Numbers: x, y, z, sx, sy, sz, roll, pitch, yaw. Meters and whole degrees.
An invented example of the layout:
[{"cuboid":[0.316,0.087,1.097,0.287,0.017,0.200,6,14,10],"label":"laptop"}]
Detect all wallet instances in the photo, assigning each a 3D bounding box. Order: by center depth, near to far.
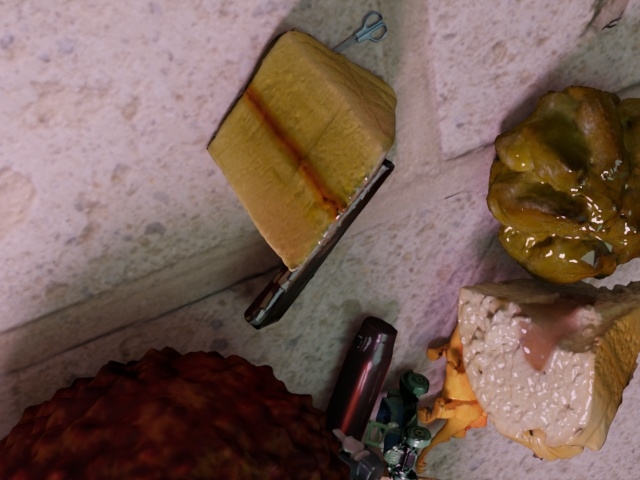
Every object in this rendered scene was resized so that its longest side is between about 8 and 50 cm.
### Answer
[{"cuboid":[0.000,0.000,1.360,0.031,0.122,0.232,38,98,4],"label":"wallet"}]

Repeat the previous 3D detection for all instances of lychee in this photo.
[{"cuboid":[-0.181,0.340,1.272,0.500,0.424,0.425,-49,136,-29],"label":"lychee"}]

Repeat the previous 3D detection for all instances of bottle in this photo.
[{"cuboid":[0.048,0.171,1.520,0.060,0.060,0.164,4,116,-32],"label":"bottle"}]

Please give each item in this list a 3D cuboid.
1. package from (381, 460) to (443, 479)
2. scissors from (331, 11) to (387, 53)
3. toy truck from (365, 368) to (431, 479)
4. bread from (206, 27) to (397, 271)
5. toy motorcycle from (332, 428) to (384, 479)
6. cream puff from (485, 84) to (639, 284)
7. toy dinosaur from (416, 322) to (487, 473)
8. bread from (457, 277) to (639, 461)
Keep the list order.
[{"cuboid":[0.066,0.445,1.560,0.221,0.165,0.311,6,89,-34],"label":"package"},{"cuboid":[0.033,-0.210,1.302,0.083,0.006,0.036,-33,131,-5],"label":"scissors"},{"cuboid":[0.093,0.229,1.536,0.078,0.154,0.080,13,119,-3],"label":"toy truck"},{"cuboid":[0.021,-0.065,1.222,0.163,0.264,0.168,25,110,-37],"label":"bread"},{"cuboid":[0.016,0.342,1.465,0.102,0.150,0.221,4,106,-58],"label":"toy motorcycle"},{"cuboid":[0.312,-0.065,1.458,0.244,0.196,0.244,0,90,-32],"label":"cream puff"},{"cuboid":[0.189,0.200,1.617,0.117,0.070,0.288,-12,129,-24],"label":"toy dinosaur"},{"cuboid":[0.295,0.156,1.513,0.224,0.183,0.211,-10,104,-48],"label":"bread"}]
